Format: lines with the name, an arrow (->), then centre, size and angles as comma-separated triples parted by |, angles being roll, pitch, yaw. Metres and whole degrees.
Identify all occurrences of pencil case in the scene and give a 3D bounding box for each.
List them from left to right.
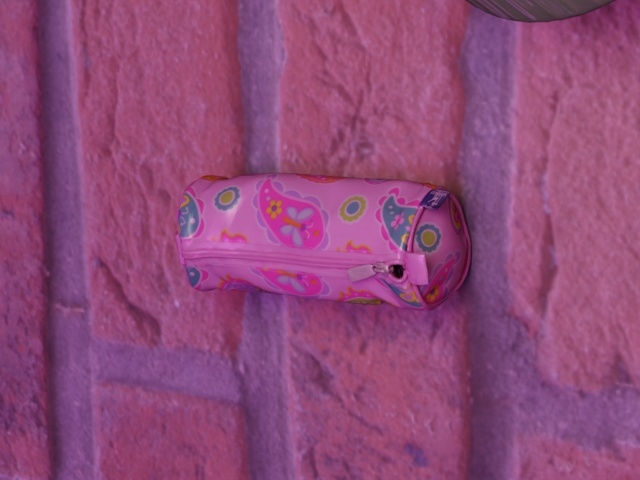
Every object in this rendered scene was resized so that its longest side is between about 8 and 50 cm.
pencil case -> 0.000, 0.000, 1.878 | 0.284, 0.124, 0.124 | 5, 108, 31

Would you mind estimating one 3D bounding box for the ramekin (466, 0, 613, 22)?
ramekin -> 0.175, -0.322, 1.577 | 0.303, 0.148, 0.303 | -19, 56, 31
